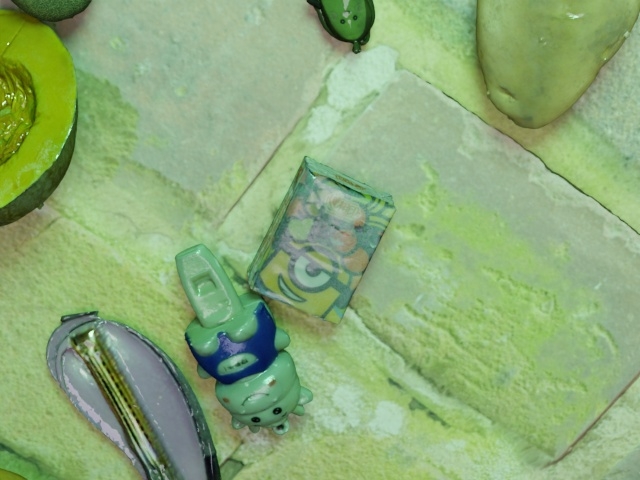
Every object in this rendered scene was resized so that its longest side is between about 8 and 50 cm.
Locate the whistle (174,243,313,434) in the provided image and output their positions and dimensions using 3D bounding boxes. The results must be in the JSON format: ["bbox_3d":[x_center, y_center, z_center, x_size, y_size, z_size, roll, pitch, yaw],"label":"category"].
[{"bbox_3d":[-0.089,0.115,1.171,0.110,0.092,0.244,-21,112,9],"label":"whistle"}]

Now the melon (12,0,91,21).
[{"bbox_3d":[-0.263,-0.270,1.016,0.098,0.098,0.130,-21,107,5],"label":"melon"}]

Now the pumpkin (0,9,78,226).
[{"bbox_3d":[-0.318,-0.102,1.057,0.217,0.217,0.110,-19,152,4],"label":"pumpkin"}]

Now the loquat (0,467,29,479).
[{"bbox_3d":[-0.391,0.363,1.195,0.238,0.193,0.238,-2,117,-5],"label":"loquat"}]

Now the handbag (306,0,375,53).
[{"bbox_3d":[0.023,-0.241,1.069,0.072,0.047,0.111,-19,108,5],"label":"handbag"}]

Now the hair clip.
[{"bbox_3d":[-0.189,0.231,1.231,0.110,0.095,0.358,-13,105,39],"label":"hair clip"}]

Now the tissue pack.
[{"bbox_3d":[0.000,0.000,1.150,0.109,0.060,0.148,23,106,-12],"label":"tissue pack"}]

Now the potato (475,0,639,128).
[{"bbox_3d":[0.223,-0.228,1.043,0.161,0.128,0.234,31,111,-9],"label":"potato"}]
